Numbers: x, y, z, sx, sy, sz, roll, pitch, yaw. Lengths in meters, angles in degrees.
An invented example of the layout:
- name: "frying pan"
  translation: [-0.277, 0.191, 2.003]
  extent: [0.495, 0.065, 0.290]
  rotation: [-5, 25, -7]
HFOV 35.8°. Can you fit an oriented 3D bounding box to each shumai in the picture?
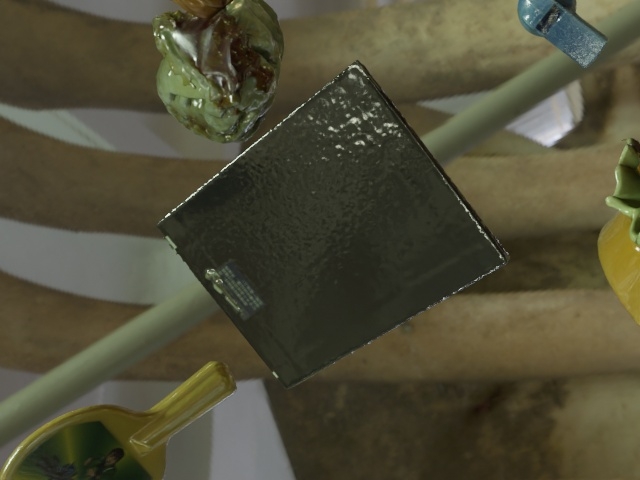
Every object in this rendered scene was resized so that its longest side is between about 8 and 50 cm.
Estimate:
- name: "shumai"
  translation: [-0.135, -0.198, 1.124]
  extent: [0.142, 0.184, 0.184]
  rotation: [15, -127, -53]

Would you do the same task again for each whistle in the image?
- name: "whistle"
  translation: [0.336, -0.319, 1.403]
  extent: [0.158, 0.090, 0.090]
  rotation: [38, -152, 1]

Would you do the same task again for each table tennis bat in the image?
- name: "table tennis bat"
  translation: [-0.239, 0.251, 1.185]
  extent: [0.050, 0.320, 0.198]
  rotation: [40, 161, 50]

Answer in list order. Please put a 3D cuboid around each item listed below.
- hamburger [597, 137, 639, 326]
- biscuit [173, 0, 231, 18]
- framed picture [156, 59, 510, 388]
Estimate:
- name: "hamburger"
  translation: [0.318, -0.020, 0.576]
  extent: [0.274, 0.212, 0.274]
  rotation: [21, -149, -13]
- name: "biscuit"
  translation: [-0.201, -0.294, 0.863]
  extent: [0.296, 0.102, 0.296]
  rotation: [23, -175, -2]
- name: "framed picture"
  translation: [0.000, 0.000, 1.080]
  extent: [0.255, 0.338, 0.014]
  rotation: [51, -146, -6]
